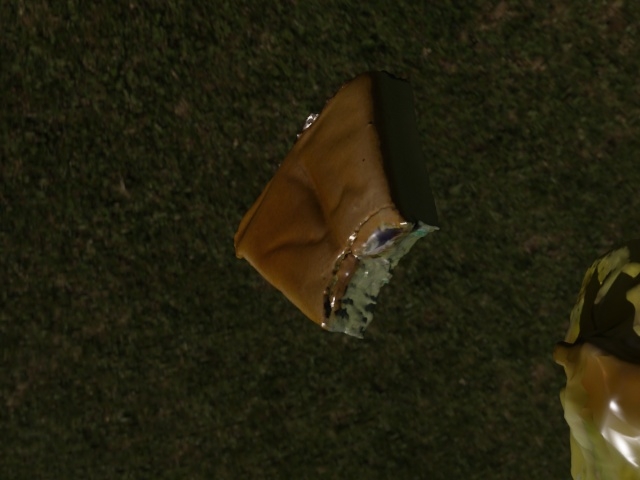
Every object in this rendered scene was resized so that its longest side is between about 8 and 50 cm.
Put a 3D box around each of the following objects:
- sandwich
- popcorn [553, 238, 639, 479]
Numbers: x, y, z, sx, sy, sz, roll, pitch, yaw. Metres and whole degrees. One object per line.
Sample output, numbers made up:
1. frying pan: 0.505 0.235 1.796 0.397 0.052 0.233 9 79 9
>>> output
1. sandwich: 0.000 0.000 0.831 0.063 0.212 0.245 19 132 -24
2. popcorn: 0.174 0.068 0.317 0.167 0.185 0.187 -20 126 -13
